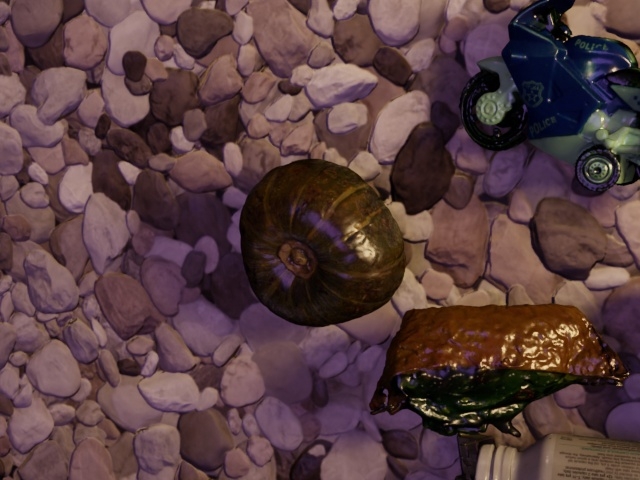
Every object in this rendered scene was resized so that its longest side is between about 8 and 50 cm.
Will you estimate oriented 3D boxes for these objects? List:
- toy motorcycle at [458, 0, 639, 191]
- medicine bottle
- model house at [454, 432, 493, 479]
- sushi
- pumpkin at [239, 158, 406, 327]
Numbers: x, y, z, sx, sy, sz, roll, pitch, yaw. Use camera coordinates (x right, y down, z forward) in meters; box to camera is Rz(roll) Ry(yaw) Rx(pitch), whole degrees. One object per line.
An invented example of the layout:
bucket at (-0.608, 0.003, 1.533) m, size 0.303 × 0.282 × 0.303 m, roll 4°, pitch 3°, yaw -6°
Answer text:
toy motorcycle at (0.308, -0.162, 1.166) m, size 0.331 × 0.125 × 0.196 m, roll 21°, pitch 109°, yaw 33°
medicine bottle at (0.285, 0.286, 1.183) m, size 0.215 × 0.135 × 0.135 m, roll 3°, pitch 94°, yaw 16°
model house at (0.181, 0.279, 1.283) m, size 0.058 × 0.057 × 0.083 m, roll -8°, pitch 92°, yaw 63°
sushi at (0.200, 0.152, 1.226) m, size 0.287 × 0.149 × 0.140 m, roll 0°, pitch 61°, yaw 2°
pumpkin at (0.000, 0.000, 1.304) m, size 0.219 × 0.162 × 0.219 m, roll 18°, pitch 125°, yaw 28°
